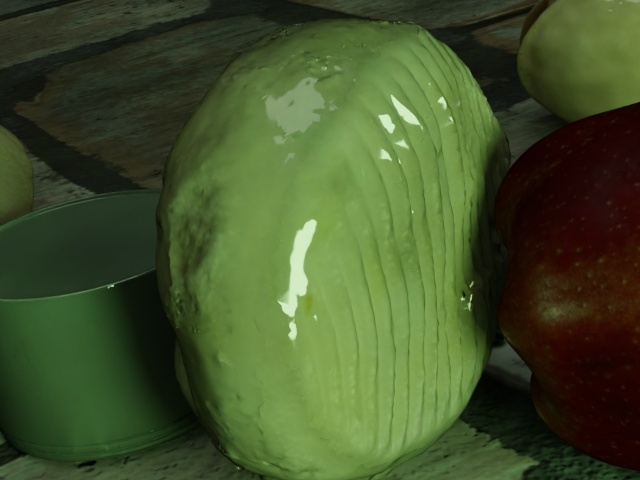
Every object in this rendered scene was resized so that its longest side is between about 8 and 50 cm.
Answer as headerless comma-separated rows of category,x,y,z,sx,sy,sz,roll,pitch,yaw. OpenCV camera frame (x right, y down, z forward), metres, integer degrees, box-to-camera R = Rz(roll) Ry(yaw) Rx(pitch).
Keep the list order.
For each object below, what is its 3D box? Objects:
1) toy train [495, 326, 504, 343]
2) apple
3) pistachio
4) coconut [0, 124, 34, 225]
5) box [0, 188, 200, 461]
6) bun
toy train,0.148,0.026,1.089,0.118,0.074,0.176,31,45,8
apple,0.284,0.025,0.833,0.316,0.288,0.288,-8,23,21
pistachio,0.394,-0.248,1.452,0.308,0.230,0.230,-11,23,15
coconut,-0.431,-0.029,1.188,0.328,0.329,0.329,-7,24,3
box,-0.186,0.065,1.028,0.226,0.149,0.226,-8,23,4
bun,0.000,0.000,0.885,0.234,0.326,0.362,6,51,27
